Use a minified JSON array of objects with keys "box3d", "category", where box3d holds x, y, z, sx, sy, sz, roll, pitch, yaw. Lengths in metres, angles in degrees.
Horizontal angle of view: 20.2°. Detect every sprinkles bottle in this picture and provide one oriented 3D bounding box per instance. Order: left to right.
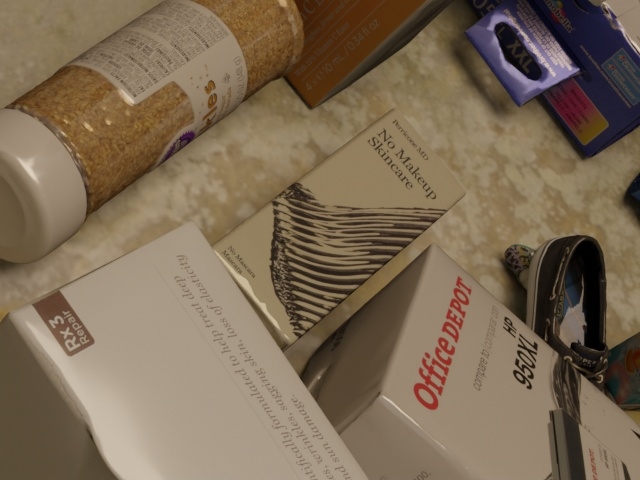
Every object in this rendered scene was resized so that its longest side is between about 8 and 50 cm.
[{"box3d":[-0.160,-0.118,1.528,0.121,0.121,0.355,49,49,-1],"category":"sprinkles bottle"}]

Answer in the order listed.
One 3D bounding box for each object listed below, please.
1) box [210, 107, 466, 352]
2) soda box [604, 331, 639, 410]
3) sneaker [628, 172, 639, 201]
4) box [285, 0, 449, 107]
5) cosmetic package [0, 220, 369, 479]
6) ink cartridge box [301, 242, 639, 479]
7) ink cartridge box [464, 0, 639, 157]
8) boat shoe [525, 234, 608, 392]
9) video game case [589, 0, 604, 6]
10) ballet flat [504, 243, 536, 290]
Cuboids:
[{"box3d":[0.000,0.000,1.586,0.113,0.094,0.275,49,50,0],"category":"box"},{"box3d":[0.344,0.104,1.697,0.063,0.183,0.058,6,62,-29],"category":"soda box"},{"box3d":[0.416,-0.085,1.923,0.090,0.081,0.232,48,56,-6],"category":"sneaker"},{"box3d":[-0.014,-0.337,1.682,0.345,0.215,0.168,51,50,1],"category":"box"},{"box3d":[-0.158,0.176,1.194,0.156,0.385,0.217,-29,83,-40],"category":"cosmetic package"},{"box3d":[0.162,0.229,1.462,0.395,0.166,0.285,41,25,-8],"category":"ink cartridge box"},{"box3d":[0.319,-0.270,1.908,0.395,0.151,0.270,-32,84,-41],"category":"ink cartridge box"},{"box3d":[0.237,0.103,1.674,0.080,0.076,0.228,13,72,-22],"category":"boat shoe"},{"box3d":[0.231,-0.366,1.797,0.227,0.026,0.206,39,51,-7],"category":"video game case"},{"box3d":[0.224,0.048,1.742,0.114,0.041,0.041,37,51,-13],"category":"ballet flat"}]
